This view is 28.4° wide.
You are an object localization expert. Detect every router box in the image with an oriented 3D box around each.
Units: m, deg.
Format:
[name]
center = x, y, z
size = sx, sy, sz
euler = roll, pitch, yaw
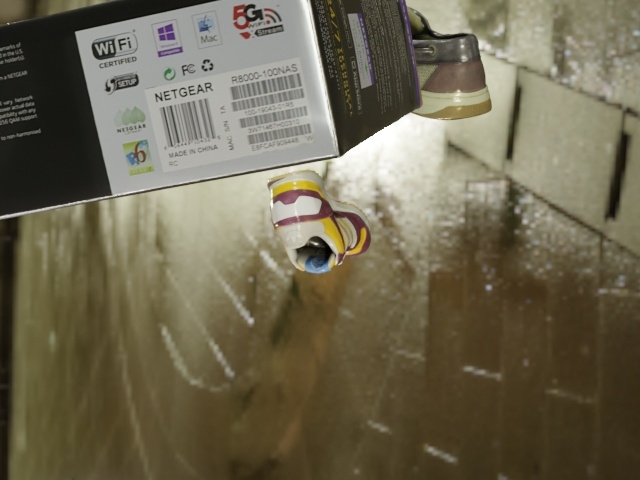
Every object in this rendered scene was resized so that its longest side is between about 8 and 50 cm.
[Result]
[router box]
center = -0.119, -0.066, 0.622
size = 0.243, 0.309, 0.081
euler = -42, -58, -74

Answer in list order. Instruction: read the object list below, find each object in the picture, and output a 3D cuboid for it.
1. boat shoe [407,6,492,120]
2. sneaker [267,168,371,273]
[boat shoe]
center = 0.059, -0.156, 1.016
size = 0.223, 0.080, 0.073
euler = 33, 126, 51
[sneaker]
center = 0.000, 0.000, 1.230
size = 0.185, 0.070, 0.083
euler = 35, -135, -59
